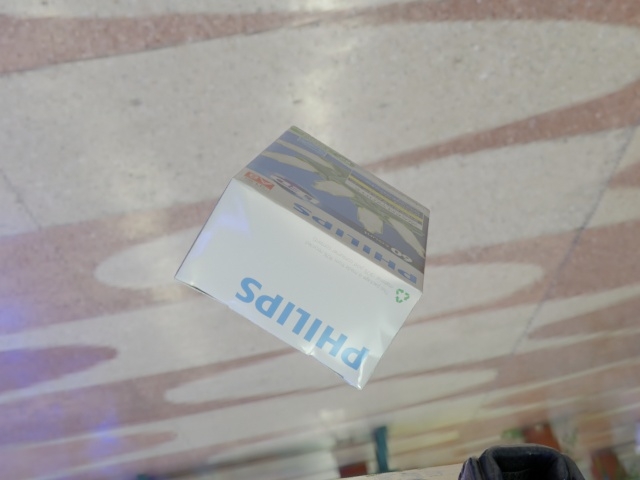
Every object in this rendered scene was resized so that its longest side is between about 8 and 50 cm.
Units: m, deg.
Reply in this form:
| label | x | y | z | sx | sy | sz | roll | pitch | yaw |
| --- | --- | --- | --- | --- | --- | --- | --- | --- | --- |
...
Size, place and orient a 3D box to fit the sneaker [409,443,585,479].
| label | x | y | z | sx | sy | sz | roll | pitch | yaw |
| --- | --- | --- | --- | --- | --- | --- | --- | --- | --- |
| sneaker | 0.113 | 0.177 | 0.694 | 0.111 | 0.121 | 0.300 | 2 | -179 | -16 |

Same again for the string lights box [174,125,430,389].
| label | x | y | z | sx | sy | sz | roll | pitch | yaw |
| --- | --- | --- | --- | --- | --- | --- | --- | --- | --- |
| string lights box | 0.000 | 0.000 | 0.799 | 0.076 | 0.133 | 0.259 | -58 | -178 | 13 |

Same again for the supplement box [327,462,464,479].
| label | x | y | z | sx | sy | sz | roll | pitch | yaw |
| --- | --- | --- | --- | --- | --- | --- | --- | --- | --- |
| supplement box | 0.050 | 0.328 | 1.097 | 0.357 | 0.194 | 0.195 | -7 | 174 | -2 |
